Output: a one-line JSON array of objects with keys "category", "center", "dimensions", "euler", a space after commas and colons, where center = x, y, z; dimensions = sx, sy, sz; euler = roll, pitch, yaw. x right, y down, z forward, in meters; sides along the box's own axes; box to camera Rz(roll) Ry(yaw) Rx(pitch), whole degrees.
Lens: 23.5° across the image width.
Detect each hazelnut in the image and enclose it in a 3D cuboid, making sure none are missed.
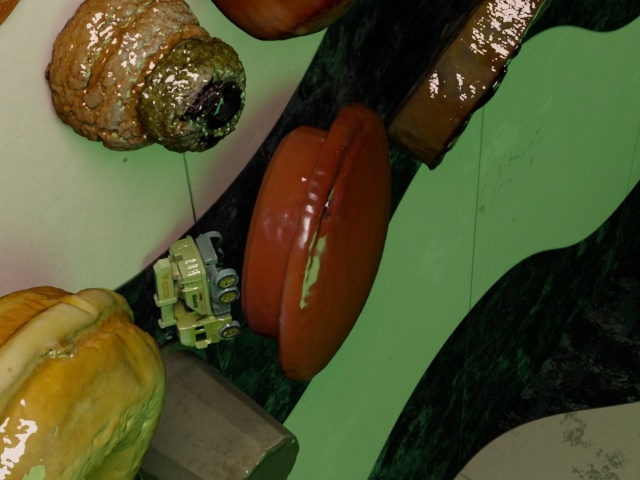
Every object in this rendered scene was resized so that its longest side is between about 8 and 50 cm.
[{"category": "hazelnut", "center": [-0.045, -0.311, 1.555], "dimensions": [0.208, 0.208, 0.208], "euler": [-45, 153, -30]}]

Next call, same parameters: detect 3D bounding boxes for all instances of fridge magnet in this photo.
[{"category": "fridge magnet", "center": [0.000, 0.000, 1.957], "dimensions": [0.363, 0.155, 0.364], "euler": [14, 90, -80]}]

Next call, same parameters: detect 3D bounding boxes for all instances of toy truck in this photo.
[{"category": "toy truck", "center": [-0.156, 0.064, 1.887], "dimensions": [0.100, 0.077, 0.169], "euler": [-16, 147, -12]}]

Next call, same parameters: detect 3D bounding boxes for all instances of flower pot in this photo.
[{"category": "flower pot", "center": [-0.151, 0.269, 2.004], "dimensions": [0.212, 0.202, 0.212], "euler": [-45, 157, -26]}]

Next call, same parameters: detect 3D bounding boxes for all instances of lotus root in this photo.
[{"category": "lotus root", "center": [0.224, -0.268, 2.074], "dimensions": [0.390, 0.111, 0.375], "euler": [-53, -178, -27]}]

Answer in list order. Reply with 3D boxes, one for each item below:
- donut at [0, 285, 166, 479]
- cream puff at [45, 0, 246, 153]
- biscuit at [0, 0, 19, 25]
[{"category": "donut", "center": [-0.319, 0.239, 1.546], "dimensions": [0.449, 0.198, 0.449], "euler": [-61, 170, -18]}, {"category": "cream puff", "center": [-0.154, -0.155, 1.514], "dimensions": [0.183, 0.169, 0.183], "euler": [-45, 154, -28]}, {"category": "biscuit", "center": [-0.291, -0.222, 1.348], "dimensions": [0.091, 0.015, 0.078], "euler": [-54, 155, -13]}]
